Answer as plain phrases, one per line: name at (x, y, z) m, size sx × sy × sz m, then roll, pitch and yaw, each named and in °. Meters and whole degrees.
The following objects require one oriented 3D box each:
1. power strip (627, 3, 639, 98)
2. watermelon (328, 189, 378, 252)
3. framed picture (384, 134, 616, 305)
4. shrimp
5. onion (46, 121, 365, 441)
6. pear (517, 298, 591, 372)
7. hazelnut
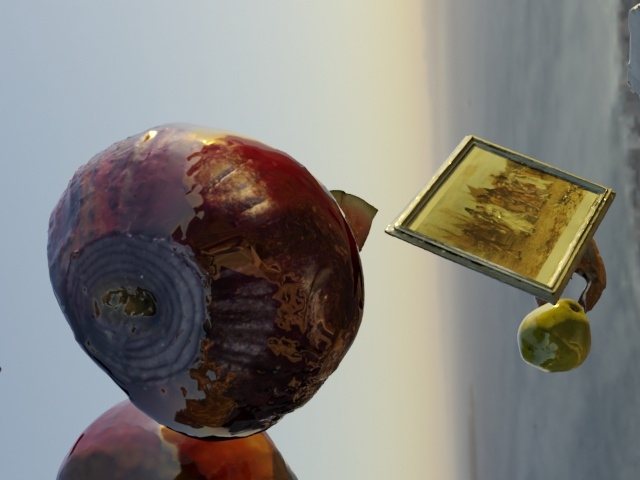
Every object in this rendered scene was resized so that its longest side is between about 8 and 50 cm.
power strip at (0.449, -0.255, 1.574) m, size 0.047 × 0.030 × 0.191 m, roll 53°, pitch 169°, yaw 38°
watermelon at (-0.011, -0.012, 1.806) m, size 0.145 × 0.193 × 0.137 m, roll 41°, pitch -175°, yaw -27°
framed picture at (0.224, -0.037, 1.372) m, size 0.274 × 0.217 × 0.017 m, roll -49°, pitch -24°, yaw -50°
shrimp at (0.362, 0.044, 1.660) m, size 0.051 × 0.133 × 0.187 m, roll 117°, pitch 171°, yaw -59°
onion at (-0.104, 0.018, 1.149) m, size 0.336 × 0.260 × 0.282 m, roll 56°, pitch -155°, yaw 15°
pear at (0.294, 0.117, 1.429) m, size 0.092 × 0.092 × 0.097 m, roll 60°, pitch -128°, yaw -79°
hazelnut at (-0.193, 0.431, 1.711) m, size 0.402 × 0.402 × 0.429 m, roll 56°, pitch -162°, yaw -80°
